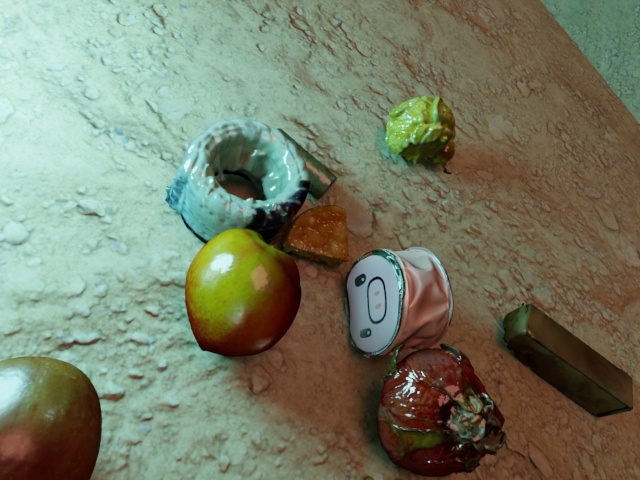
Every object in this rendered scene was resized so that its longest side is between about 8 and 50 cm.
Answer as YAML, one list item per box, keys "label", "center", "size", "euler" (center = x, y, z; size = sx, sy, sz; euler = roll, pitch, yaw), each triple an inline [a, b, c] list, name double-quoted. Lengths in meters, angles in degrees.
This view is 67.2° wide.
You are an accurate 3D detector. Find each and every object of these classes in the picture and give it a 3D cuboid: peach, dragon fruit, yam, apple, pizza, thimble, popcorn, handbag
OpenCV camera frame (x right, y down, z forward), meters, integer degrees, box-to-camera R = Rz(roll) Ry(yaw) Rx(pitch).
- label: "peach"
  center: [-0.121, 0.090, 0.752]
  size: [0.197, 0.197, 0.198]
  euler: [14, 56, -22]
- label: "dragon fruit"
  center: [0.214, 0.291, 0.781]
  size: [0.218, 0.148, 0.224]
  euler: [8, 89, -30]
- label: "yam"
  center: [-0.046, -0.162, 1.010]
  size: [0.169, 0.068, 0.068]
  euler: [39, 50, -5]
- label: "apple"
  center: [-0.345, 0.230, 0.540]
  size: [0.180, 0.181, 0.169]
  euler: [12, 34, -23]
- label: "pizza"
  center: [0.000, 0.000, 0.952]
  size: [0.174, 0.046, 0.134]
  euler: [-22, 74, -37]
- label: "thimble"
  center: [-0.147, -0.096, 0.861]
  size: [0.237, 0.150, 0.238]
  euler: [13, 57, -21]
- label: "popcorn"
  center: [0.255, -0.261, 1.197]
  size: [0.174, 0.168, 0.195]
  euler: [59, 13, 27]
- label: "handbag"
  center: [0.136, 0.108, 0.885]
  size: [0.116, 0.179, 0.205]
  euler: [10, 64, -34]

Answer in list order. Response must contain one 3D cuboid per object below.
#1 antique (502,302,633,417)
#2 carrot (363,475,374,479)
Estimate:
- label: "antique"
  center: [0.540, 0.266, 1.067]
  size: [0.309, 0.093, 0.087]
  euler: [35, 51, -7]
- label: "carrot"
  center: [0.096, 0.488, 0.719]
  size: [0.043, 0.043, 0.248]
  euler: [5, 58, -27]
